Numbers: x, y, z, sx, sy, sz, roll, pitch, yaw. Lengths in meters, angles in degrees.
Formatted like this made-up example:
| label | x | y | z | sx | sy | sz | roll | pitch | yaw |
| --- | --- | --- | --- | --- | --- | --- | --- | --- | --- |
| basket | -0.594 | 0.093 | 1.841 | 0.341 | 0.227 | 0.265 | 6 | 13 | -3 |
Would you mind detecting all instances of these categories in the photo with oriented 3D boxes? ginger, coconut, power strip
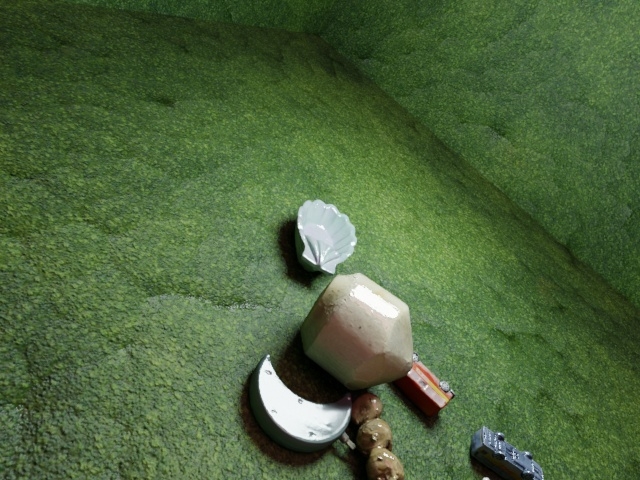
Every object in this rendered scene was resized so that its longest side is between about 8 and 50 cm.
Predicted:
| label | x | y | z | sx | sy | sz | roll | pitch | yaw |
| --- | --- | --- | --- | --- | --- | --- | --- | --- | --- |
| ginger | 0.113 | 0.416 | 0.979 | 0.104 | 0.080 | 0.204 | 57 | 10 | -50 |
| coconut | 0.097 | 0.213 | 1.072 | 0.265 | 0.237 | 0.237 | 39 | 34 | 3 |
| power strip | -0.033 | 0.347 | 0.958 | 0.253 | 0.054 | 0.168 | 30 | 37 | -9 |

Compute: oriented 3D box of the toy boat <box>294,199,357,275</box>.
| label | x | y | z | sx | sy | sz | roll | pitch | yaw |
| --- | --- | --- | --- | --- | --- | --- | --- | --- | --- |
| toy boat | 0.000 | 0.000 | 1.359 | 0.199 | 0.100 | 0.290 | 29 | 34 | -9 |

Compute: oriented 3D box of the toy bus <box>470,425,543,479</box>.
| label | x | y | z | sx | sy | sz | roll | pitch | yaw |
| --- | --- | --- | --- | --- | --- | --- | --- | --- | --- |
| toy bus | 0.451 | 0.531 | 1.134 | 0.190 | 0.075 | 0.064 | 34 | 36 | -4 |

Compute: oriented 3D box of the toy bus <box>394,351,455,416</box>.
| label | x | y | z | sx | sy | sz | roll | pitch | yaw |
| --- | --- | --- | --- | --- | --- | --- | --- | --- | --- |
| toy bus | 0.242 | 0.354 | 1.170 | 0.174 | 0.079 | 0.077 | 44 | 45 | 12 |

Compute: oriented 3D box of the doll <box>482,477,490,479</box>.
| label | x | y | z | sx | sy | sz | roll | pitch | yaw |
| --- | --- | --- | --- | --- | --- | --- | --- | --- | --- |
| doll | 0.375 | 0.583 | 0.977 | 0.135 | 0.113 | 0.071 | 31 | 8 | 30 |
